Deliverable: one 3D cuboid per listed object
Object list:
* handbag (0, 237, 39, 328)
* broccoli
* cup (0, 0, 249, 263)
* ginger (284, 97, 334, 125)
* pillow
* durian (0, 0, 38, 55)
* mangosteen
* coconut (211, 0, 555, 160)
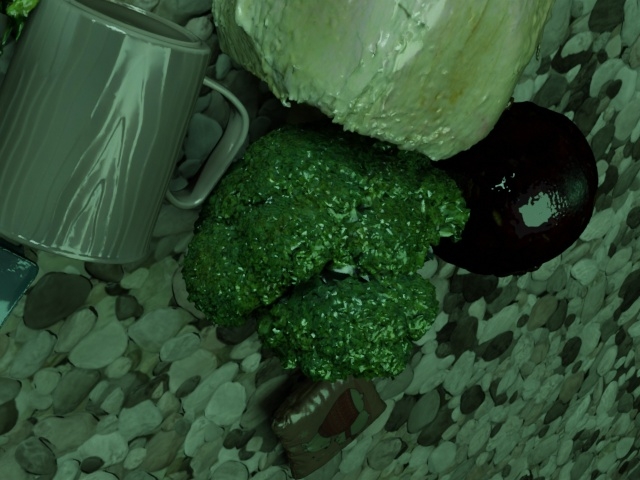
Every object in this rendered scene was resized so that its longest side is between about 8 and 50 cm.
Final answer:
[{"bbox_3d":[-0.458,0.085,1.304,0.221,0.057,0.144,-53,136,1],"label":"handbag"},{"bbox_3d":[0.007,-0.005,1.354,0.310,0.413,0.321,29,91,-43],"label":"broccoli"},{"bbox_3d":[-0.232,-0.120,1.221,0.288,0.208,0.273,20,105,-10],"label":"cup"},{"bbox_3d":[-0.018,-0.151,1.529,0.123,0.115,0.193,26,102,-32],"label":"ginger"},{"bbox_3d":[0.014,0.301,1.889,0.223,0.084,0.236,-38,142,-18],"label":"pillow"},{"bbox_3d":[-0.326,-0.359,1.059,0.132,0.107,0.375,-22,131,-35],"label":"durian"},{"bbox_3d":[0.275,-0.118,1.684,0.306,0.306,0.359,-23,108,-31],"label":"mangosteen"},{"bbox_3d":[0.093,-0.320,1.280,0.405,0.405,0.404,-25,133,-30],"label":"coconut"}]
